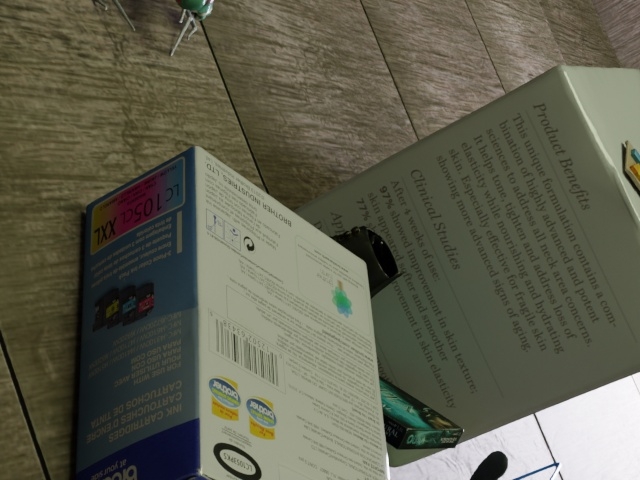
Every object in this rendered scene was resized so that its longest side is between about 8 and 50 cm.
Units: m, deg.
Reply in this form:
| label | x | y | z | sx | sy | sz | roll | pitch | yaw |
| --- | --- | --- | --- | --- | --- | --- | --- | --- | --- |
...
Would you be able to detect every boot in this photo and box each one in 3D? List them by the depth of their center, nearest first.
| label | x | y | z | sx | sy | sz | roll | pitch | yaw |
| --- | --- | --- | --- | --- | --- | --- | --- | --- | --- |
| boot | 0.000 | 0.000 | 1.367 | 0.198 | 0.137 | 0.077 | 56 | 29 | 15 |

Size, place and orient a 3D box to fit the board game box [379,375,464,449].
| label | x | y | z | sx | sy | sz | roll | pitch | yaw |
| --- | --- | --- | --- | --- | --- | --- | --- | --- | --- |
| board game box | 0.048 | 0.164 | 1.322 | 0.186 | 0.026 | 0.126 | 30 | 10 | 32 |

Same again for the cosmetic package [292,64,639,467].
| label | x | y | z | sx | sy | sz | roll | pitch | yaw |
| --- | --- | --- | --- | --- | --- | --- | --- | --- | --- |
| cosmetic package | 0.235 | 0.025 | 1.488 | 0.327 | 0.394 | 0.329 | -12 | 77 | -62 |

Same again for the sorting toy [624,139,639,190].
| label | x | y | z | sx | sy | sz | roll | pitch | yaw |
| --- | --- | --- | --- | --- | --- | --- | --- | --- | --- |
| sorting toy | 0.345 | -0.061 | 1.313 | 0.083 | 0.012 | 0.062 | 48 | 31 | -23 |

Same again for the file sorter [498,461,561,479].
| label | x | y | z | sx | sy | sz | roll | pitch | yaw |
| --- | --- | --- | --- | --- | --- | --- | --- | --- | --- |
| file sorter | 0.282 | 0.378 | 1.558 | 0.170 | 0.104 | 0.118 | 63 | 22 | 2 |

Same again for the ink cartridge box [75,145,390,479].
| label | x | y | z | sx | sy | sz | roll | pitch | yaw |
| --- | --- | --- | --- | --- | --- | --- | --- | --- | --- |
| ink cartridge box | -0.073 | 0.151 | 1.112 | 0.270 | 0.151 | 0.395 | 35 | 37 | -41 |

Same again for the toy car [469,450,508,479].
| label | x | y | z | sx | sy | sz | roll | pitch | yaw |
| --- | --- | --- | --- | --- | --- | --- | --- | --- | --- |
| toy car | 0.110 | 0.285 | 1.264 | 0.149 | 0.188 | 0.155 | 41 | 34 | -36 |

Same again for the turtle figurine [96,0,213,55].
| label | x | y | z | sx | sy | sz | roll | pitch | yaw |
| --- | --- | --- | --- | --- | --- | --- | --- | --- | --- |
| turtle figurine | -0.170 | -0.315 | 1.411 | 0.175 | 0.118 | 0.234 | 28 | 37 | -47 |
